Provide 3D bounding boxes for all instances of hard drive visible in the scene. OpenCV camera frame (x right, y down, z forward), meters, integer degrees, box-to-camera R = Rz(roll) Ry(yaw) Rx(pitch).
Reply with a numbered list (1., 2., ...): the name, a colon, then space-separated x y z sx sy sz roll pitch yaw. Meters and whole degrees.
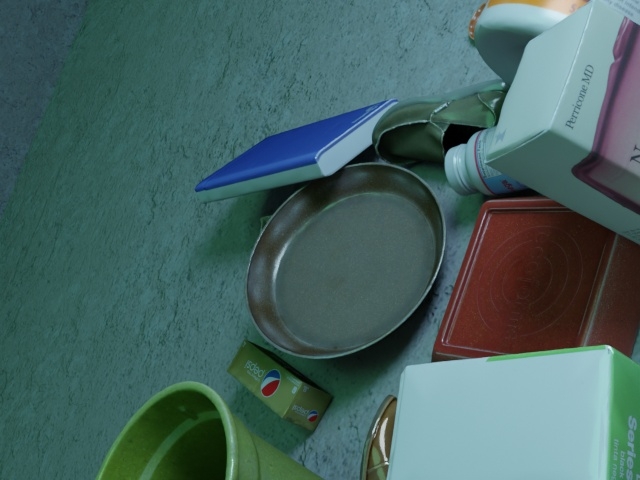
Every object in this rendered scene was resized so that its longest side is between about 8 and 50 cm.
1. hard drive: -0.041 -0.143 1.424 0.318 0.040 0.210 -8 25 48

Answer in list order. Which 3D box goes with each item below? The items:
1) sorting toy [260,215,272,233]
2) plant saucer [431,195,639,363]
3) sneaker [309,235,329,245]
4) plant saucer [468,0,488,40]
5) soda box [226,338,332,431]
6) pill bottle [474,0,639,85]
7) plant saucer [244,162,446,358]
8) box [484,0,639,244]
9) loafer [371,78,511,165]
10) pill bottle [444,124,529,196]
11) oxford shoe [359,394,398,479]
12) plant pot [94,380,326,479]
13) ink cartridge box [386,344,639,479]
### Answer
1. sorting toy: -0.065 -0.004 1.436 0.075 0.045 0.083 -20 48 32
2. plant saucer: 0.246 0.053 0.997 0.259 0.047 0.259 2 66 51
3. sneaker: 0.000 0.000 1.335 0.047 0.057 0.119 -60 34 2
4. plant saucer: 0.260 -0.334 1.309 0.083 0.013 0.084 -30 43 33
5. soda box: -0.063 0.205 1.249 0.181 0.061 0.058 24 84 56
6. pill bottle: 0.364 -0.356 1.013 0.224 0.224 0.392 23 83 55
7. plant saucer: 0.036 0.031 1.214 0.310 0.050 0.311 -16 52 21
8. box: 0.307 -0.103 0.856 0.149 0.232 0.127 -68 13 -14
9. loafer: 0.167 -0.150 1.210 0.251 0.094 0.088 -16 48 44
10. pill bottle: 0.239 -0.104 1.085 0.160 0.087 0.087 -14 54 42
11. oxford shoe: 0.082 0.285 1.019 0.076 0.076 0.212 3 60 19
12. plant pot: -0.100 0.341 1.020 0.276 0.253 0.276 -32 41 33
13. ink cartridge box: 0.220 0.191 0.723 0.198 0.272 0.115 -16 55 45
